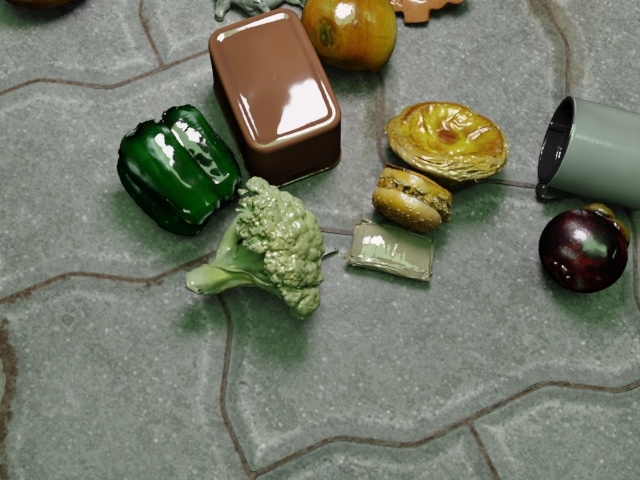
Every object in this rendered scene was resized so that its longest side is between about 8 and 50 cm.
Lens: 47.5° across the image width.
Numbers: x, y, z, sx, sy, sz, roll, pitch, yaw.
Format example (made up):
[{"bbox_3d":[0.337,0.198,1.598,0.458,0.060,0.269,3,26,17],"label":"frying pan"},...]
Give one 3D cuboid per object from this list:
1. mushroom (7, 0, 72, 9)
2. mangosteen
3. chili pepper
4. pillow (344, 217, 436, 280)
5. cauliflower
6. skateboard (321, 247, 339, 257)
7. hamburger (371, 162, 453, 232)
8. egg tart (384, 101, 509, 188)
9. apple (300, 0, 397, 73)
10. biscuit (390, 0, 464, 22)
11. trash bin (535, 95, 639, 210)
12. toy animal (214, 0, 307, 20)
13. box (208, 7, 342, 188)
[{"bbox_3d":[-0.667,-0.727,1.785,0.344,0.239,0.346,0,96,-1],"label":"mushroom"},{"bbox_3d":[0.598,0.019,1.644,0.209,0.210,0.210,1,75,-2],"label":"mangosteen"},{"bbox_3d":[-0.309,-0.153,1.632,0.248,0.233,0.257,-42,87,-8],"label":"chili pepper"},{"bbox_3d":[0.165,0.022,1.692,0.208,0.053,0.119,14,71,1],"label":"pillow"},{"bbox_3d":[-0.117,0.026,1.584,0.281,0.260,0.327,-23,70,32],"label":"cauliflower"},{"bbox_3d":[0.000,0.000,1.706,0.063,0.032,0.083,-21,79,-18],"label":"skateboard"},{"bbox_3d":[0.213,-0.088,1.665,0.190,0.182,0.118,23,91,-4],"label":"hamburger"},{"bbox_3d":[0.292,-0.215,1.703,0.294,0.116,0.295,2,45,-3],"label":"egg tart"},{"bbox_3d":[0.071,-0.501,1.742,0.236,0.237,0.208,-5,90,-4],"label":"apple"},{"bbox_3d":[0.237,-0.706,1.830,0.283,0.043,0.307,-2,101,10],"label":"biscuit"},{"bbox_3d":[0.670,-0.200,1.691,0.262,0.217,0.277,15,108,0],"label":"trash bin"},{"bbox_3d":[-0.138,-0.591,1.827,0.254,0.090,0.170,-13,73,-9],"label":"toy animal"},{"bbox_3d":[-0.105,-0.327,1.683,0.239,0.229,0.340,-21,76,-7],"label":"box"}]
